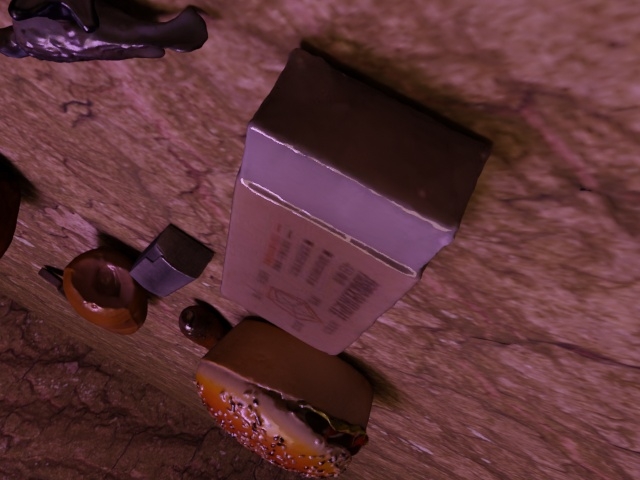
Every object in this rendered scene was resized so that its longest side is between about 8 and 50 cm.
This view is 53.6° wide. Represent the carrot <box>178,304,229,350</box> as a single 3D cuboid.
[{"bbox_3d":[-0.191,0.166,1.114,0.060,0.060,0.186,16,158,26],"label":"carrot"}]

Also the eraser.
[{"bbox_3d":[0.000,0.000,0.515,0.144,0.078,0.343,28,157,0],"label":"eraser"}]

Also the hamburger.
[{"bbox_3d":[-0.057,0.257,1.001,0.300,0.176,0.300,25,159,11],"label":"hamburger"}]

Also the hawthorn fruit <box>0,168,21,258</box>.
[{"bbox_3d":[-0.533,-0.047,0.895,0.248,0.208,0.208,-29,123,36],"label":"hawthorn fruit"}]

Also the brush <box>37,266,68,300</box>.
[{"bbox_3d":[-0.534,0.095,1.371,0.327,0.065,0.070,16,163,49],"label":"brush"}]

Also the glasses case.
[{"bbox_3d":[-0.211,0.035,0.872,0.070,0.047,0.205,36,157,-15],"label":"glasses case"}]

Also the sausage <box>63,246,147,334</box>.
[{"bbox_3d":[-0.366,0.100,1.103,0.134,0.116,0.354,18,162,-11],"label":"sausage"}]

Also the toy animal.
[{"bbox_3d":[-0.173,-0.143,0.427,0.202,0.070,0.105,1,164,42],"label":"toy animal"}]
